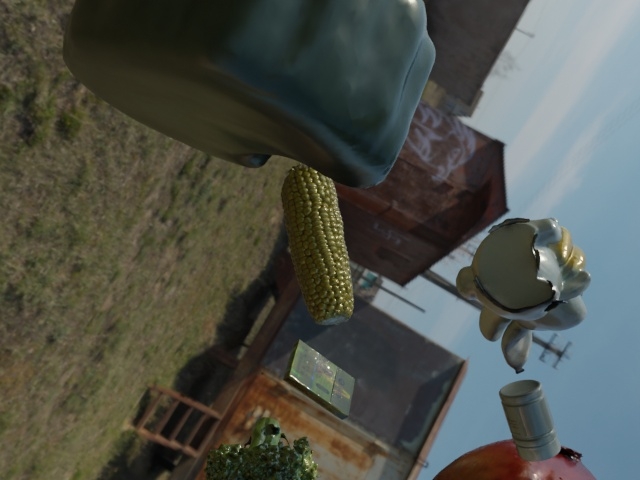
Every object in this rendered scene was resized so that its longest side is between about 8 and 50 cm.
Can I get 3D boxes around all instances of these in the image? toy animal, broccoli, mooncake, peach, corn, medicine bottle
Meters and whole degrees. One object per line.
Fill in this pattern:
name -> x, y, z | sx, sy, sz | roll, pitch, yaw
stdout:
toy animal -> 0.386, 0.094, 1.073 | 0.247, 0.183, 0.310 | -38, 147, 10
broccoli -> -0.114, 0.456, 1.187 | 0.180, 0.242, 0.273 | 98, -2, -46
mooncake -> -0.072, -0.190, 0.580 | 0.351, 0.351, 0.187 | 66, 44, -85
peach -> 0.335, 0.499, 0.966 | 0.370, 0.370, 0.370 | -60, 176, -7
corn -> -0.004, 0.002, 0.899 | 0.091, 0.260, 0.091 | -29, 152, 33
medicine bottle -> 0.279, 0.239, 0.772 | 0.058, 0.091, 0.058 | -18, -178, 1

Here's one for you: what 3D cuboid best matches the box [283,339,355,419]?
box -> 0.000, 0.351, 1.458 | 0.030, 0.193, 0.121 | -41, -161, 35
